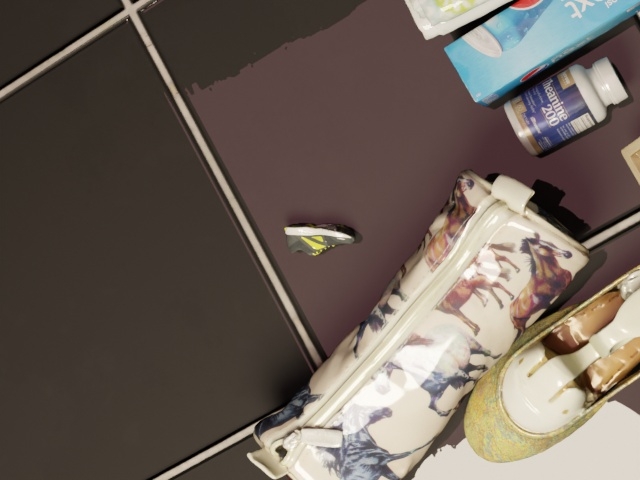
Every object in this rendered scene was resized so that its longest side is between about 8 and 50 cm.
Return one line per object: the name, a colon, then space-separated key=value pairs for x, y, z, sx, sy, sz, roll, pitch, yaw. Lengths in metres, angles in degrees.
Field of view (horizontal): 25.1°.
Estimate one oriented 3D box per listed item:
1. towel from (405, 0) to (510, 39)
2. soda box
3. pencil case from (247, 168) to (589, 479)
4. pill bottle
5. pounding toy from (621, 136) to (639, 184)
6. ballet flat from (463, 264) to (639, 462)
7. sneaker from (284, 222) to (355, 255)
towel: x=0.201 y=-0.422 z=1.466 sx=0.374 sy=0.090 sz=0.321 roll=-27 pitch=76 yaw=13
soda box: x=0.241 y=-0.228 z=1.531 sx=0.210 sy=0.067 sz=0.071 roll=-31 pitch=83 yaw=13
pencil case: x=0.104 y=0.109 z=1.514 sx=0.160 sy=0.183 sz=0.410 roll=42 pitch=100 yaw=18
pill bottle: x=0.262 y=-0.145 z=1.526 sx=0.120 sy=0.067 sz=0.067 roll=-29 pitch=83 yaw=14
pounding toy: x=0.391 y=-0.097 z=1.460 sx=0.100 sy=0.130 sz=0.141 roll=-25 pitch=82 yaw=-23
ballet flat: x=0.284 y=0.116 z=1.500 sx=0.348 sy=0.123 sz=0.123 roll=-37 pitch=81 yaw=13
sneaker: x=0.000 y=0.000 z=1.624 sx=0.083 sy=0.031 sz=0.035 roll=5 pitch=106 yaw=19
